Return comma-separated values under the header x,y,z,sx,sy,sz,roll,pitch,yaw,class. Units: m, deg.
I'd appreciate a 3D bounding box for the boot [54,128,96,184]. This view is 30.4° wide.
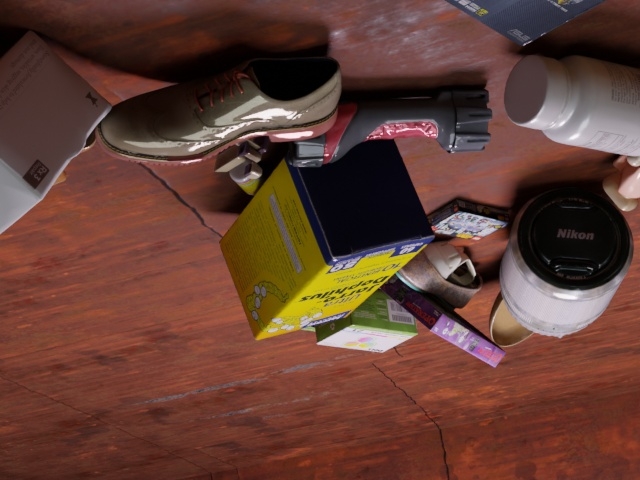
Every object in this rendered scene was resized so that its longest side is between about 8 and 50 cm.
x,y,z,sx,sy,sz,roll,pitch,yaw,class
-0.402,-0.127,1.738,0.197,0.073,0.152,4,153,13,boot

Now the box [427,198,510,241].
x,y,z,sx,sy,sz,roll,pitch,yaw,class
0.275,-0.036,2.206,0.137,0.027,0.094,11,152,-36,box

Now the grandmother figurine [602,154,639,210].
x,y,z,sx,sy,sz,roll,pitch,yaw,class
0.587,-0.167,1.921,0.208,0.104,0.342,-27,164,-29,grandmother figurine

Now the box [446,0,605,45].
x,y,z,sx,sy,sz,roll,pitch,yaw,class
0.255,-0.340,1.459,0.183,0.059,0.233,-27,151,35,box

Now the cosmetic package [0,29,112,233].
x,y,z,sx,sy,sz,roll,pitch,yaw,class
-0.476,-0.084,1.576,0.156,0.217,0.385,43,129,-17,cosmetic package

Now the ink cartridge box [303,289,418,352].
x,y,z,sx,sy,sz,roll,pitch,yaw,class
0.060,0.195,2.592,0.189,0.097,0.255,10,150,-35,ink cartridge box

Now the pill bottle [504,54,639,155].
x,y,z,sx,sy,sz,roll,pitch,yaw,class
0.390,-0.202,1.726,0.229,0.131,0.131,7,153,-28,pill bottle

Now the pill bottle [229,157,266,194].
x,y,z,sx,sy,sz,roll,pitch,yaw,class
-0.115,-0.101,1.922,0.043,0.043,0.083,-14,155,14,pill bottle

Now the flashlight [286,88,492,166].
x,y,z,sx,sy,sz,roll,pitch,yaw,class
0.101,-0.163,1.767,0.304,0.103,0.103,-2,155,-11,flashlight

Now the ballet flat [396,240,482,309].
x,y,z,sx,sy,sz,roll,pitch,yaw,class
0.239,0.054,2.343,0.106,0.107,0.316,-37,154,14,ballet flat

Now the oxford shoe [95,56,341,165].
x,y,z,sx,sy,sz,roll,pitch,yaw,class
-0.137,-0.196,1.610,0.348,0.123,0.130,-14,154,-18,oxford shoe

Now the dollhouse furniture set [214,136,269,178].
x,y,z,sx,sy,sz,roll,pitch,yaw,class
-0.149,-0.132,1.814,0.081,0.091,0.114,29,143,-31,dollhouse furniture set

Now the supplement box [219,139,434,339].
x,y,z,sx,sy,sz,roll,pitch,yaw,class
0.000,0.000,1.952,0.194,0.195,0.356,-12,162,-29,supplement box

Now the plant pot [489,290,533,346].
x,y,z,sx,sy,sz,roll,pitch,yaw,class
0.436,0.121,2.477,0.236,0.032,0.236,-29,142,-26,plant pot

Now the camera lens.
x,y,z,sx,sy,sz,roll,pitch,yaw,class
0.452,0.043,2.198,0.219,0.219,0.274,-7,157,-1,camera lens

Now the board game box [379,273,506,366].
x,y,z,sx,sy,sz,roll,pitch,yaw,class
0.238,0.152,2.430,0.056,0.208,0.347,-56,145,1,board game box
